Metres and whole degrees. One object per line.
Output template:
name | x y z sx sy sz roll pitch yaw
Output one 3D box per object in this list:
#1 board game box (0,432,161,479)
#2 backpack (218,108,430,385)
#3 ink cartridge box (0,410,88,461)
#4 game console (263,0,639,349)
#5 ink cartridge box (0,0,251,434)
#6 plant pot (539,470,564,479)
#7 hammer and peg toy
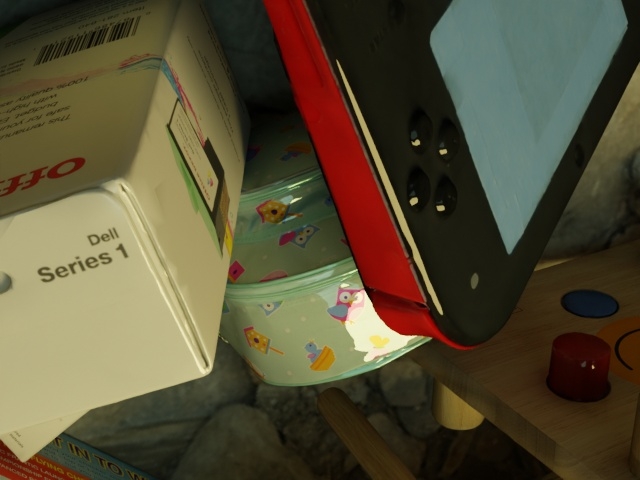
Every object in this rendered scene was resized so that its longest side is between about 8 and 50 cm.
board game box | -0.188 0.198 0.967 0.308 0.302 0.086 30 99 -25
backpack | 0.000 0.000 1.008 0.165 0.188 0.144 -21 121 -9
ink cartridge box | -0.157 0.060 1.036 0.135 0.099 0.056 -39 116 -2
game console | 0.088 -0.171 0.901 0.386 0.060 0.342 -57 140 -42
ink cartridge box | -0.156 -0.020 0.877 0.201 0.278 0.117 -17 117 11
plant pot | 0.116 0.298 1.058 0.305 0.334 0.334 -1 111 -30
hammer and peg toy | 0.169 0.088 1.028 0.361 0.266 0.127 -15 122 -29
